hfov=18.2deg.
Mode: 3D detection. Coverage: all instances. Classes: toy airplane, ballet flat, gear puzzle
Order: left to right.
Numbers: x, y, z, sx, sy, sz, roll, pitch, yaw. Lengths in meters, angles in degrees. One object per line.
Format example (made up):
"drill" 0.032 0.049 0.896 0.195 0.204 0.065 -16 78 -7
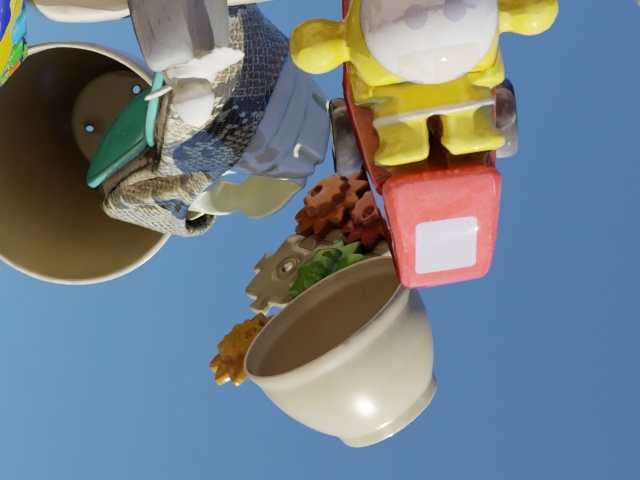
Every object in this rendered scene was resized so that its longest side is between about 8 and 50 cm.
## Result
"ballet flat" -0.086 -0.100 1.797 0.164 0.182 0.483 -67 -172 -18
"gear puzzle" 0.000 0.000 1.889 0.339 0.044 0.175 -51 -149 -16
"toy airplane" 0.063 -0.193 1.310 0.386 0.384 0.272 -50 -166 12

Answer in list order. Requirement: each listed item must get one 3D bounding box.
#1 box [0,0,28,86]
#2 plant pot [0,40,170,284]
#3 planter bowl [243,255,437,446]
"box" -0.412 -0.251 1.869 0.279 0.177 0.290 -62 160 -52
"plant pot" -0.244 -0.110 2.196 0.274 0.256 0.256 -62 172 -75
"planter bowl" 0.031 0.105 1.690 0.162 0.109 0.162 -30 -162 11
